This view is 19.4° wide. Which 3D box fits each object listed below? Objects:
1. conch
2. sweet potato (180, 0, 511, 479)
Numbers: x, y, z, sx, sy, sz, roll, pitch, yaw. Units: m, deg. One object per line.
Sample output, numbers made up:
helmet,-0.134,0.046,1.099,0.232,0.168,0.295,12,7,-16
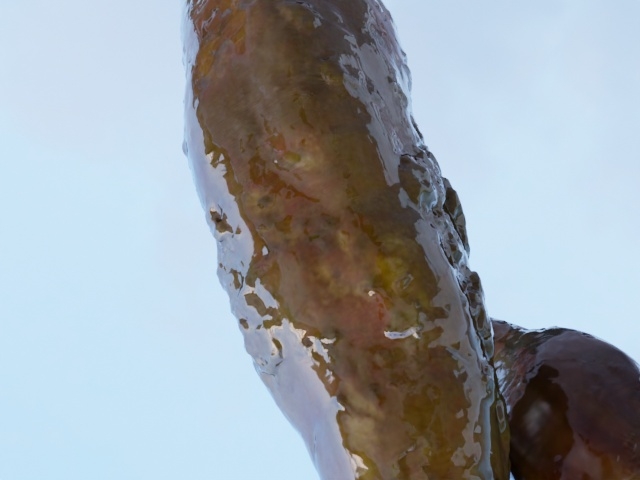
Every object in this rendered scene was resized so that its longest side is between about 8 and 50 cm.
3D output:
conch,0.098,0.088,0.684,0.080,0.086,0.233,-28,-127,-33
sweet potato,0.002,-0.011,0.679,0.095,0.106,0.354,-6,-124,-20
